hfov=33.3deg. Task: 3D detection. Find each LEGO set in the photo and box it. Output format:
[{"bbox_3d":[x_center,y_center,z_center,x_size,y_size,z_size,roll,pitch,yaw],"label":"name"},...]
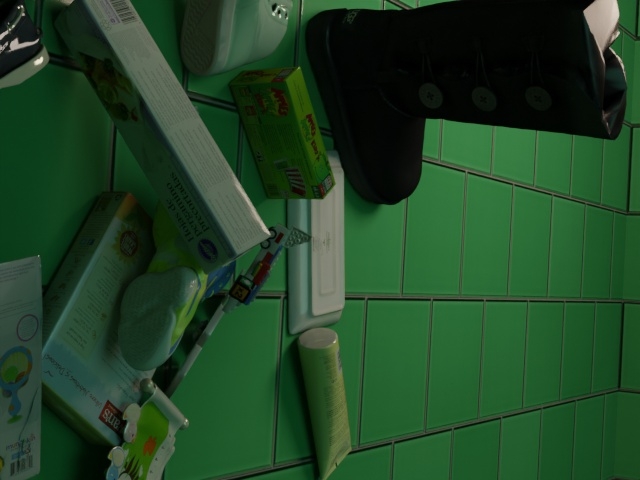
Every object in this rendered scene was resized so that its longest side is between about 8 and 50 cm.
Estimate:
[{"bbox_3d":[-0.100,0.083,1.287,0.182,0.060,0.244,-60,-177,-38],"label":"LEGO set"}]

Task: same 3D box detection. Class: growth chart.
[{"bbox_3d":[-0.215,0.287,1.240,0.172,0.021,0.237,56,49,-66],"label":"growth chart"}]

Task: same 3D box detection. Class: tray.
[{"bbox_3d":[0.000,0.000,1.608,0.145,0.030,0.270,-8,99,-57],"label":"tray"}]

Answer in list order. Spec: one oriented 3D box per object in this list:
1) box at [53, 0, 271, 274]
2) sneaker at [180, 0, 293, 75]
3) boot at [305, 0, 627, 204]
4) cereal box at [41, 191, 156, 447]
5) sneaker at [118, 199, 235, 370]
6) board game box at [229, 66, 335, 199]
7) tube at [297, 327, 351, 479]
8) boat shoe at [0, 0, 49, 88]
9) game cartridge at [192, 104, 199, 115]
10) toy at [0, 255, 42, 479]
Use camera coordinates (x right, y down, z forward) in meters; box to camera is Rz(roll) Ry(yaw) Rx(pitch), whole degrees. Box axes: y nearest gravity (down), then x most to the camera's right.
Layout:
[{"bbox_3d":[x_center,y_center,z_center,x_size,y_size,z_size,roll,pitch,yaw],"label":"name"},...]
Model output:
[{"bbox_3d":[-0.171,-0.120,1.157,0.067,0.063,0.324,-33,92,-47],"label":"box"},{"bbox_3d":[-0.090,-0.336,1.334,0.151,0.094,0.256,-23,137,-52],"label":"sneaker"},{"bbox_3d":[0.232,-0.191,1.574,0.146,0.445,0.367,-62,140,-35],"label":"boot"},{"bbox_3d":[-0.238,0.089,1.209,0.173,0.047,0.240,58,46,-44],"label":"cereal box"},{"bbox_3d":[-0.147,0.051,1.221,0.126,0.091,0.240,48,50,-50],"label":"sneaker"},{"bbox_3d":[-0.050,-0.143,1.457,0.043,0.092,0.181,-52,134,-45],"label":"board game box"},{"bbox_3d":[0.009,0.248,1.620,0.070,0.062,0.240,-15,117,-12],"label":"tube"},{"bbox_3d":[-0.342,-0.156,0.980,0.254,0.095,0.079,-49,133,-47],"label":"boat shoe"},{"bbox_3d":[-0.181,-0.143,1.319,0.083,0.017,0.056,3,86,-58],"label":"game cartridge"},{"bbox_3d":[-0.339,0.137,1.037,0.137,0.056,0.237,-16,112,-51],"label":"toy"}]
